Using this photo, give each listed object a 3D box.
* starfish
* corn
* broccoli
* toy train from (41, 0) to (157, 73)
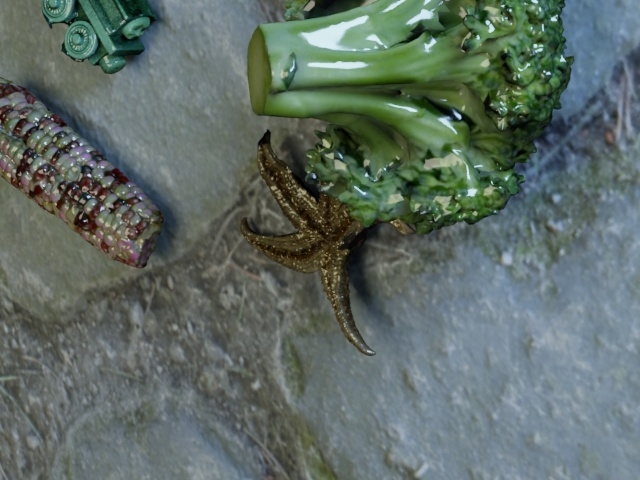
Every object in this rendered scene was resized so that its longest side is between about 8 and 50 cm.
[{"bbox_3d":[0.006,-0.002,1.540,0.213,0.057,0.238,-28,77,47],"label":"starfish"},{"bbox_3d":[-0.267,-0.073,1.727,0.280,0.092,0.092,36,120,22],"label":"corn"},{"bbox_3d":[0.074,-0.150,1.351,0.260,0.235,0.288,-7,86,5],"label":"broccoli"},{"bbox_3d":[-0.229,-0.255,1.667,0.111,0.071,0.170,-37,76,30],"label":"toy train"}]
